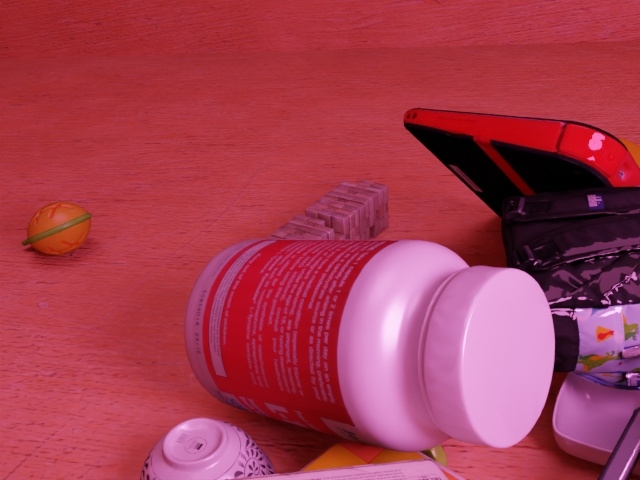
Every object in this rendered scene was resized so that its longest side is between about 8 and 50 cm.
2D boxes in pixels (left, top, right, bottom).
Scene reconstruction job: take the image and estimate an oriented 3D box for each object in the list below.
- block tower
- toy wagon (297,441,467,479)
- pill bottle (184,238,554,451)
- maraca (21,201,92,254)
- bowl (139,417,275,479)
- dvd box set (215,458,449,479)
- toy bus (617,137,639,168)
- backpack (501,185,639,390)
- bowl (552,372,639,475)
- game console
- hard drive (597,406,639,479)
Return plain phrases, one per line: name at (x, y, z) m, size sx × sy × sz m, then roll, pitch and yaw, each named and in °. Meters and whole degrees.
block tower at (0.000, 0.000, 1.292) m, size 0.090 × 0.097 × 0.335 m, roll 14°, pitch 33°, yaw 32°
toy wagon at (0.102, 0.323, 0.718) m, size 0.267 × 0.068 × 0.344 m, roll -29°, pitch 37°, yaw -35°
pill bottle at (0.043, 0.112, 0.847) m, size 0.407 × 0.229 × 0.229 m, roll 0°, pitch 25°, yaw 46°
maraca at (-0.512, -0.021, 1.421) m, size 0.127 × 0.099 × 0.185 m, roll -26°, pitch 9°, yaw -36°
bowl at (-0.141, 0.262, 0.859) m, size 0.170 × 0.080 × 0.170 m, roll -4°, pitch 29°, yaw 2°
dvd box set at (0.062, 0.319, 0.502) m, size 0.307 × 0.062 × 0.420 m, roll 3°, pitch 23°, yaw -29°
toy bus at (0.566, -0.086, 1.302) m, size 0.108 × 0.130 × 0.333 m, roll -16°, pitch 31°, yaw -18°
backpack at (0.428, 0.047, 0.898) m, size 0.355 × 0.274 × 0.290 m, roll -18°, pitch 27°, yaw 16°
bowl at (0.354, 0.220, 0.873) m, size 0.141 × 0.053 × 0.142 m, roll 10°, pitch 32°, yaw 26°
game console at (0.354, -0.094, 1.162) m, size 0.341 × 0.386 × 0.060 m, roll 22°, pitch 82°, yaw 44°
hard drive at (0.299, 0.244, 0.747) m, size 0.022 × 0.094 × 0.135 m, roll 26°, pitch 68°, yaw 30°
